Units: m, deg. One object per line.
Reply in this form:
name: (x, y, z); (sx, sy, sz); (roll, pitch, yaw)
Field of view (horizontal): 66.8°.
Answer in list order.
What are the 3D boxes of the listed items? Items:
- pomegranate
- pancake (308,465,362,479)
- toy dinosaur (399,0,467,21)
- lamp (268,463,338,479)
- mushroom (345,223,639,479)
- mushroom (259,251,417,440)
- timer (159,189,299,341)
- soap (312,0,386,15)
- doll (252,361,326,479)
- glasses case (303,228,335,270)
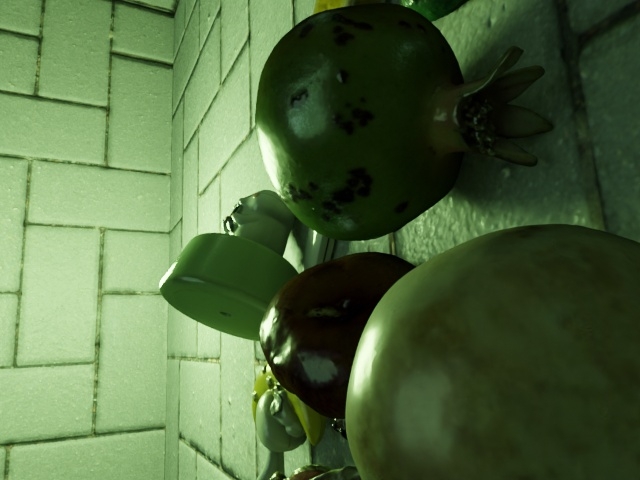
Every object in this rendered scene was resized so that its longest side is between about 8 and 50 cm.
pomegranate: (0.070, -0.127, 0.583); (0.323, 0.291, 0.290); (38, 121, 48)
pancake: (0.059, 0.426, 0.659); (0.212, 0.029, 0.235); (-41, 70, 11)
toy dinosaur: (0.177, -0.293, 0.604); (0.447, 0.087, 0.300); (-48, 52, 54)
lamp: (0.002, 0.459, 0.797); (0.223, 0.151, 0.215); (32, 126, 15)
mushroom: (0.176, 0.137, 0.401); (0.290, 0.298, 0.297); (26, -115, -79)
mushroom: (0.047, 0.132, 0.691); (0.254, 0.268, 0.267); (71, -176, -59)
timer: (-0.155, 0.024, 1.066); (0.291, 0.291, 0.315); (-35, 33, 57)
soap: (0.045, -0.400, 0.863); (0.160, 0.080, 0.257); (42, 124, 57)
doll: (-0.071, 0.343, 0.977); (0.237, 0.111, 0.252); (-44, 46, 33)
glasses case: (0.000, 0.000, 0.946); (0.063, 0.041, 0.164); (39, 120, 57)
